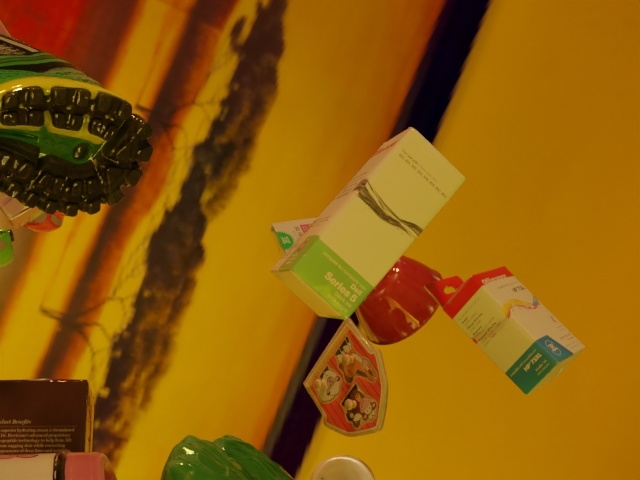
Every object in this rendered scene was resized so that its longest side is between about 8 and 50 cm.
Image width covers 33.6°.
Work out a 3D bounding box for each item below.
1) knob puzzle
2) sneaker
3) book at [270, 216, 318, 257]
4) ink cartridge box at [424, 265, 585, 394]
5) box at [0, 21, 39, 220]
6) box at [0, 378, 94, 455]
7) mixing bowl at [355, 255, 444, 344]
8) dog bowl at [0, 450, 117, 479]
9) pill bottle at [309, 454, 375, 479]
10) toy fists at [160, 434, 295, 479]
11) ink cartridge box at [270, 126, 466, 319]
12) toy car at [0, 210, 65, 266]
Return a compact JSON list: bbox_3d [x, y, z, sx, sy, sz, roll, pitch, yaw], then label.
[{"bbox_3d":[0.050,0.266,1.893,0.213,0.030,0.213,-6,-99,46],"label":"knob puzzle"},{"bbox_3d":[-0.305,-0.104,0.790,0.146,0.343,0.134,40,-70,44],"label":"sneaker"},{"bbox_3d":[0.000,0.000,1.749,0.096,0.144,0.035,-118,-153,-43],"label":"book"},{"bbox_3d":[0.283,0.119,1.636,0.231,0.134,0.078,47,-64,19],"label":"ink cartridge box"},{"bbox_3d":[-0.385,-0.148,1.259,0.117,0.243,0.213,-35,-173,-13],"label":"box"},{"bbox_3d":[-0.480,0.351,1.812,0.167,0.168,0.203,112,-21,-71],"label":"box"},{"bbox_3d":[0.125,0.092,1.938,0.181,0.098,0.181,-33,-151,21],"label":"mixing bowl"},{"bbox_3d":[-0.265,0.412,1.142,0.408,0.150,0.408,166,-90,-80],"label":"dog bowl"},{"bbox_3d":[0.041,0.491,1.940,0.221,0.121,0.121,87,-1,-53],"label":"pill bottle"},{"bbox_3d":[-0.118,0.321,1.376,0.142,0.279,0.096,40,-85,19],"label":"toy fists"},{"bbox_3d":[0.066,-0.021,1.566,0.273,0.115,0.198,-48,-174,-9],"label":"ink cartridge box"},{"bbox_3d":[-0.511,-0.001,1.685,0.053,0.239,0.225,70,-25,12],"label":"toy car"}]
